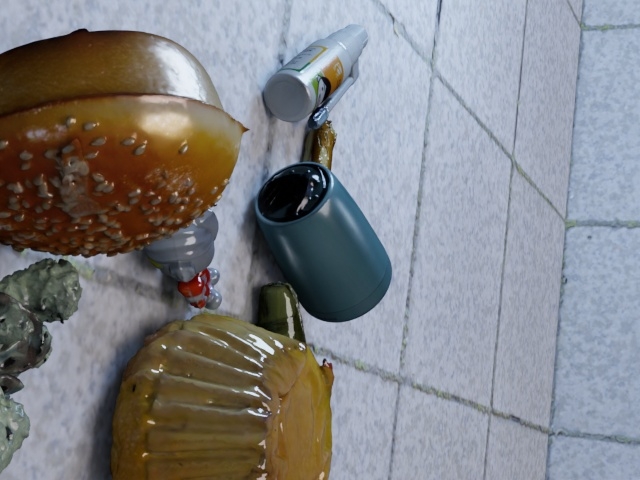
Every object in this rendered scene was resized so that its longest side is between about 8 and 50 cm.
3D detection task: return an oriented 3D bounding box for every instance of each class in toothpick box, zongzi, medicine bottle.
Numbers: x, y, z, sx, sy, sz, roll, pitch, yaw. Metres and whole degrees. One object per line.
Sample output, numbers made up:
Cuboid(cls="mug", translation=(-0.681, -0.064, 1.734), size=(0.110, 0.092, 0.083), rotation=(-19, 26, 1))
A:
Cuboid(cls="toothpick box", translation=(0.000, 0.000, 1.268), size=(0.184, 0.120, 0.120), rotation=(58, 41, -44))
Cuboid(cls="zongzi", translation=(-0.038, 0.101, 1.279), size=(0.113, 0.052, 0.104), rotation=(23, 65, -77))
Cuboid(cls="medicine bottle", translation=(0.005, -0.196, 1.333), size=(0.221, 0.061, 0.092), rotation=(-51, 145, -53))

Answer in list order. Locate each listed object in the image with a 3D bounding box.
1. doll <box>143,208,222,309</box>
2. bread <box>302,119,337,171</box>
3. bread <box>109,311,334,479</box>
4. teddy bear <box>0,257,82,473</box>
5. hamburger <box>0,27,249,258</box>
Cuboid(cls="doll", translation=(-0.129, 0.008, 1.051), size=(0.180, 0.079, 0.094), rotation=(75, 5, -55))
Cuboid(cls="bread", translation=(-0.001, -0.102, 1.352), size=(0.047, 0.036, 0.083), rotation=(65, 33, -67))
Cuboid(cls="bread", translation=(-0.087, 0.198, 1.062), size=(0.274, 0.149, 0.274), rotation=(-5, 90, -69))
Cuboid(cls="teddy bear", translation=(-0.244, 0.092, 0.755), size=(0.213, 0.111, 0.133), rotation=(-83, -160, -54))
Cuboid(cls="hamburger", translation=(-0.165, -0.066, 0.804), size=(0.237, 0.236, 0.147), rotation=(-2, 77, -65))
